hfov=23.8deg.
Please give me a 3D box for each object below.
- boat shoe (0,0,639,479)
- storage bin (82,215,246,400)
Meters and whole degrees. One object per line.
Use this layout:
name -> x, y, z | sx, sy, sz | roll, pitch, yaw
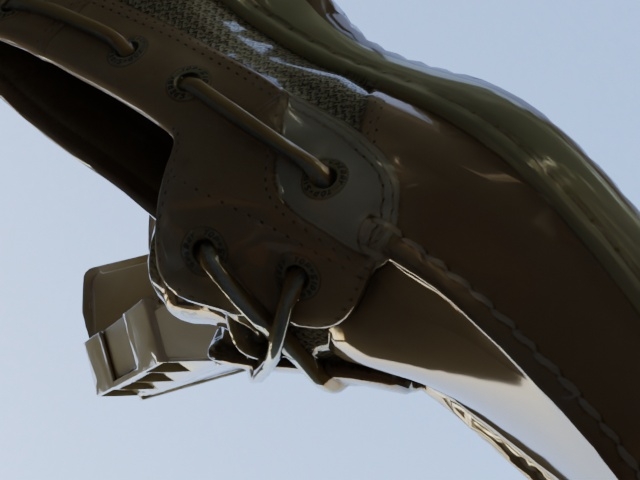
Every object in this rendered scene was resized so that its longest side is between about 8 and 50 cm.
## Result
boat shoe -> 0.000, 0.000, 0.495 | 0.110, 0.341, 0.122 | -36, -38, -16
storage bin -> -0.041, 0.030, 1.188 | 0.260, 0.262, 0.123 | -14, -96, -21
